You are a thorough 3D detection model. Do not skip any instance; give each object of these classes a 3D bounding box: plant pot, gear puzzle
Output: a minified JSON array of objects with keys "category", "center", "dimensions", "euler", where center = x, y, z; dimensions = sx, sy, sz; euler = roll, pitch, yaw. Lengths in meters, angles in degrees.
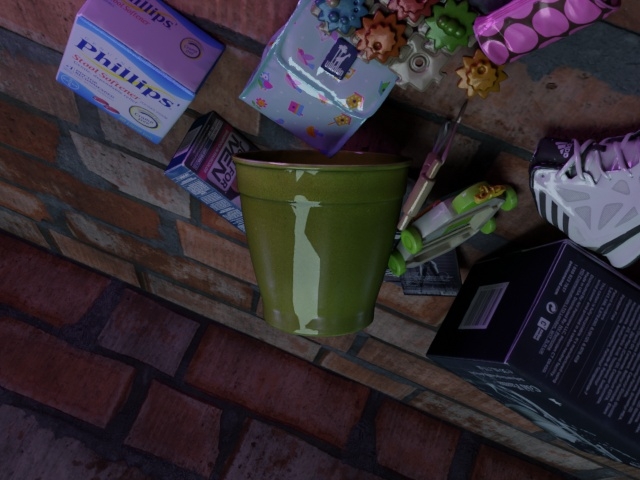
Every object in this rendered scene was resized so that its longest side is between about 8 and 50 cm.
[{"category":"plant pot","center":[0.000,0.000,1.374],"dimensions":[0.366,0.353,0.366],"euler":[1,-169,0]},{"category":"gear puzzle","center":[0.156,-0.327,1.059],"dimensions":[0.339,0.044,0.175],"euler":[31,121,-16]}]

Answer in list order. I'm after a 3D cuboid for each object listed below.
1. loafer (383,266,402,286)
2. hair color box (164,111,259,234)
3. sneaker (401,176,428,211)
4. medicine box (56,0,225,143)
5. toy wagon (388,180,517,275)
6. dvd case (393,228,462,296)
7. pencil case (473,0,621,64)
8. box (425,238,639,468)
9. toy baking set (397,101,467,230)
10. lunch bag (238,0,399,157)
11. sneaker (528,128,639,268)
[{"category":"loafer","center":[0.170,0.068,1.859],"dimensions":[0.303,0.109,0.095],"euler":[2,129,27]},{"category":"hair color box","center":[-0.198,-0.142,1.660],"dimensions":[0.347,0.174,0.105],"euler":[38,150,-29]},{"category":"sneaker","center":[0.117,-0.072,1.552],"dimensions":[0.305,0.152,0.114],"euler":[-5,141,43]},{"category":"medicine box","center":[-0.388,-0.376,1.401],"dimensions":[0.263,0.149,0.289],"euler":[33,154,-18]},{"category":"toy wagon","center":[0.282,-0.043,1.378],"dimensions":[0.068,0.267,0.344],"euler":[60,160,18]},{"category":"dvd case","center":[0.278,0.060,1.720],"dimensions":[0.164,0.018,0.221],"euler":[0,129,24]},{"category":"pencil case","center":[0.317,-0.331,0.955],"dimensions":[0.098,0.095,0.209],"euler":[-2,169,-35]},{"category":"box","center":[0.566,0.265,1.491],"dimensions":[0.472,0.297,0.480],"euler":[31,168,-4]},{"category":"toy baking set","center":[0.204,-0.139,1.260],"dimensions":[0.030,0.197,0.256],"euler":[24,128,-1]},{"category":"lunch bag","center":[0.009,-0.307,1.191],"dimensions":[0.223,0.160,0.262],"euler":[33,143,-14]},{"category":"sneaker","center":[0.500,-0.124,1.108],"dimensions":[0.257,0.169,0.447],"euler":[26,151,6]}]
